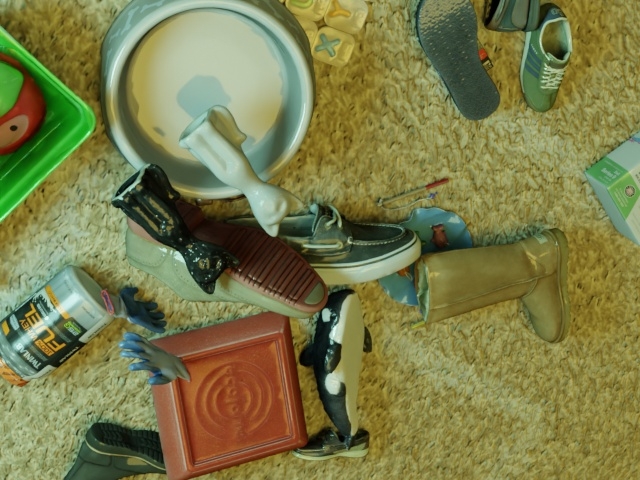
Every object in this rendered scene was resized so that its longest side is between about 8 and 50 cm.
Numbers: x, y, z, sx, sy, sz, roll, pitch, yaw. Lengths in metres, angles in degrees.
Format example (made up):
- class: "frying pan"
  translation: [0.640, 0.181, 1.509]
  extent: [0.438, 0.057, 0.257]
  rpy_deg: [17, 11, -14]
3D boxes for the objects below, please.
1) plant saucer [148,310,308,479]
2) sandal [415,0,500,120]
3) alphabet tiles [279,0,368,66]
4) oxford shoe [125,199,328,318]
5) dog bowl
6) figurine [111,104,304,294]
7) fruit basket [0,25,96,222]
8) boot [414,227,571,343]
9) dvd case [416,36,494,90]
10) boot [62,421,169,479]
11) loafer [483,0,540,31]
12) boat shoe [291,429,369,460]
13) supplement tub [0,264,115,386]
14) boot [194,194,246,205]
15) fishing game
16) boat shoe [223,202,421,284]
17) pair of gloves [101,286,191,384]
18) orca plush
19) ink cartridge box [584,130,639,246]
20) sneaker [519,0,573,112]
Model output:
- class: "plant saucer"
  translation: [-0.150, 0.268, 1.992]
  extent: [0.259, 0.048, 0.258]
  rpy_deg: [-13, 103, -20]
- class: "sandal"
  translation: [0.214, -0.305, 1.891]
  extent: [0.097, 0.054, 0.254]
  rpy_deg: [-23, 126, 2]
- class: "alphabet tiles"
  translation: [-0.051, -0.383, 1.805]
  extent: [0.278, 0.021, 0.284]
  rpy_deg: [17, 107, -22]
- class: "oxford shoe"
  translation: [-0.151, 0.048, 1.852]
  extent: [0.348, 0.123, 0.130]
  rpy_deg: [26, 128, 14]
- class: "dog bowl"
  translation: [-0.168, -0.221, 1.768]
  extent: [0.348, 0.102, 0.349]
  rpy_deg: [-3, 109, -7]
- class: "figurine"
  translation: [-0.158, -0.055, 1.719]
  extent: [0.215, 0.092, 0.209]
  rpy_deg: [-41, 107, 6]
- class: "fruit basket"
  translation: [-0.518, -0.123, 1.585]
  extent: [0.392, 0.392, 0.283]
  rpy_deg: [-44, 117, 5]
- class: "boot"
  translation: [0.301, 0.101, 2.064]
  extent: [0.269, 0.089, 0.236]
  rpy_deg: [-14, 113, -17]
- class: "dvd case"
  translation: [0.221, -0.308, 1.922]
  extent: [0.087, 0.013, 0.119]
  rpy_deg: [-37, 118, 1]
- class: "boot"
  translation: [-0.337, 0.395, 2.033]
  extent: [0.198, 0.077, 0.137]
  rpy_deg: [24, 116, -22]
- class: "loafer"
  translation: [0.300, -0.454, 1.842]
  extent: [0.084, 0.096, 0.267]
  rpy_deg: [-8, 116, -7]
- class: "boat shoe"
  translation: [0.019, 0.366, 2.129]
  extent: [0.152, 0.056, 0.049]
  rpy_deg: [-1, 108, -27]
- class: "supplement tub"
  translation: [-0.429, 0.138, 1.859]
  extent: [0.190, 0.117, 0.117]
  rpy_deg: [-40, 117, 2]
- class: "boot"
  translation: [-0.161, -0.118, 1.878]
  extent: [0.106, 0.037, 0.114]
  rpy_deg: [-12, 111, -10]
- class: "fishing game"
  translation: [0.183, 0.031, 2.041]
  extent: [0.189, 0.041, 0.264]
  rpy_deg: [-19, 116, -11]
- class: "boat shoe"
  translation: [0.000, 0.000, 1.917]
  extent: [0.335, 0.121, 0.119]
  rpy_deg: [-6, 114, -7]
- class: "pair of gloves"
  translation: [-0.281, 0.150, 1.865]
  extent: [0.023, 0.198, 0.159]
  rpy_deg: [-37, 152, 15]
- class: "orca plush"
  translation: [0.019, 0.218, 2.063]
  extent: [0.151, 0.102, 0.287]
  rpy_deg: [-46, 135, -46]
- class: "ink cartridge box"
  translation: [0.601, -0.115, 2.074]
  extent: [0.212, 0.093, 0.154]
  rpy_deg: [-37, 117, -1]
- class: "sneaker"
  translation: [0.375, -0.295, 1.932]
  extent: [0.064, 0.086, 0.192]
  rpy_deg: [-8, 114, -13]
